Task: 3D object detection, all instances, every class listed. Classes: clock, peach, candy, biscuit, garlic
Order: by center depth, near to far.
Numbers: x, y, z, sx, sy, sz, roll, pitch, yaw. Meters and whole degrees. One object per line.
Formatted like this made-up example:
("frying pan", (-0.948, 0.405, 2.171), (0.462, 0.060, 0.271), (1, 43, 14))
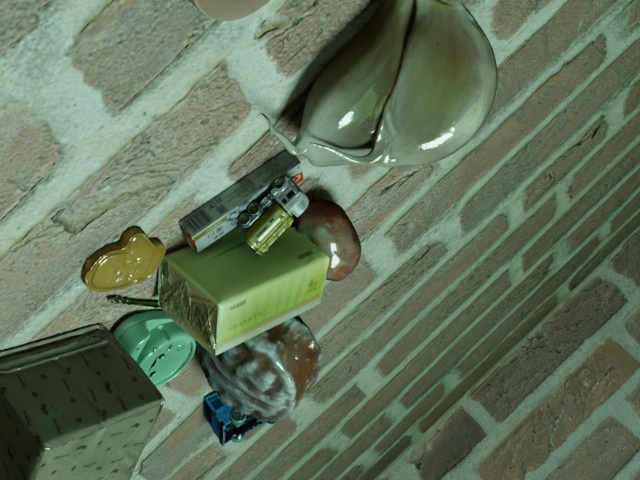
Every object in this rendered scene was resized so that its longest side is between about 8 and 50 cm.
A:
("biscuit", (-0.289, 0.029, 1.385), (0.140, 0.023, 0.118), (-16, 143, -44))
("garlic", (0.111, -0.202, 1.397), (0.340, 0.231, 0.246), (-47, 157, -9))
("clock", (-0.281, 0.190, 1.587), (0.211, 0.066, 0.159), (-7, 136, -52))
("peach", (0.000, 0.000, 1.658), (0.152, 0.152, 0.152), (-34, 152, -21))
("candy", (-0.110, 0.216, 1.686), (0.157, 0.214, 0.289), (-46, 175, -32))

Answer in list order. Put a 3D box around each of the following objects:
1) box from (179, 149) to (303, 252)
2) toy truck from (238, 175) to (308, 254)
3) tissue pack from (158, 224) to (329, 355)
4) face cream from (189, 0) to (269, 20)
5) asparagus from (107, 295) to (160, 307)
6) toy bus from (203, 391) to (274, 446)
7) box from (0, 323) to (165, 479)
("box", (-0.123, -0.064, 1.471), (0.218, 0.039, 0.055), (-35, 152, -18))
("toy truck", (-0.074, -0.039, 1.459), (0.123, 0.063, 0.052), (-46, 154, 2))
("tissue pack", (-0.124, 0.065, 1.510), (0.234, 0.159, 0.125), (-22, 135, -37))
("face cream", (-0.110, -0.332, 1.021), (0.149, 0.104, 0.149), (-34, 153, -21))
("asparagus", (-0.288, 0.101, 1.503), (0.013, 0.016, 0.166), (-18, 166, 26))
("toy bus", (-0.148, 0.342, 1.954), (0.185, 0.106, 0.090), (-24, 144, -26))
("box", (-0.416, 0.315, 1.436), (0.225, 0.190, 0.297), (-16, 143, -47))
